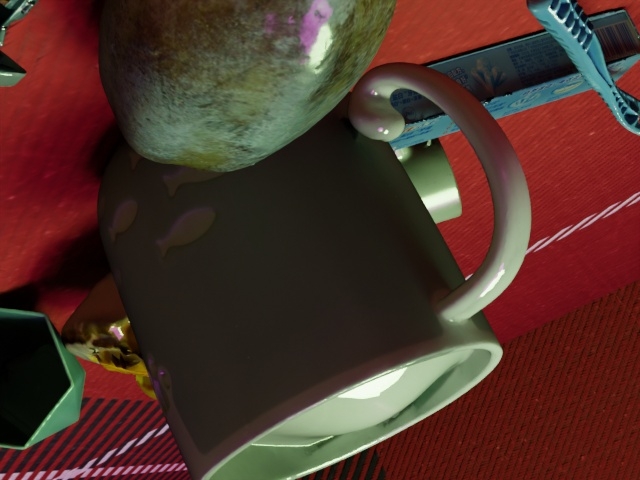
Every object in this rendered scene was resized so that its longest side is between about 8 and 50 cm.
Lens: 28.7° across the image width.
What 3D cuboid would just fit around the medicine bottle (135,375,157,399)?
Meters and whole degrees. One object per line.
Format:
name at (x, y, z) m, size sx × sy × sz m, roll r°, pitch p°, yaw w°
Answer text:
medicine bottle at (-0.107, 0.155, 1.712) m, size 0.309 × 0.076 × 0.111 m, roll -7°, pitch 160°, yaw -44°

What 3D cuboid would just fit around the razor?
razor at (0.252, -0.151, 1.114) m, size 0.042 × 0.082 × 0.253 m, roll -4°, pitch 154°, yaw 37°

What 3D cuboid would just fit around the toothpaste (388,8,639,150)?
toothpaste at (0.168, -0.148, 1.151) m, size 0.272 × 0.053 × 0.066 m, roll -19°, pitch 168°, yaw -19°

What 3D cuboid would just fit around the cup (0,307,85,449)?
cup at (-0.317, 0.152, 1.302) m, size 0.148 × 0.134 × 0.235 m, roll 10°, pitch 168°, yaw -2°

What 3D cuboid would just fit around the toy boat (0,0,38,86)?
toy boat at (-0.238, -0.089, 0.660) m, size 0.246 × 0.103 × 0.093 m, roll -31°, pitch 164°, yaw 36°

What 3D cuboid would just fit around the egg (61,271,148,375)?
egg at (-0.110, 0.062, 1.242) m, size 0.286 × 0.174 × 0.264 m, roll 12°, pitch 167°, yaw -31°

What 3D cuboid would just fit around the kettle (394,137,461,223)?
kettle at (0.055, -0.049, 1.231) m, size 0.148 × 0.098 × 0.127 m, roll -19°, pitch 170°, yaw -3°

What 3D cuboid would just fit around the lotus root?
lotus root at (-0.058, -0.112, 0.771) m, size 0.158 × 0.140 × 0.322 m, roll -16°, pitch 166°, yaw -26°

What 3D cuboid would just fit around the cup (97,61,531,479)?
cup at (0.000, 0.000, 0.971) m, size 0.259 × 0.274 × 0.357 m, roll -4°, pitch 150°, yaw -49°
